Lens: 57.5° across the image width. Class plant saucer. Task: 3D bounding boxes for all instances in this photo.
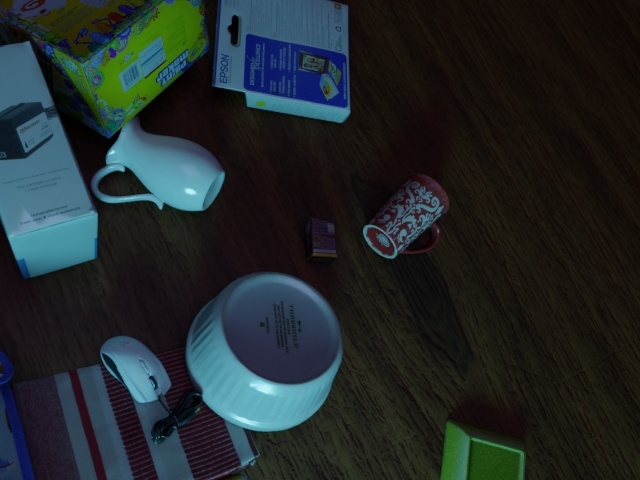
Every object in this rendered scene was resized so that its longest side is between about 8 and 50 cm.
[{"bbox_3d":[0.328,0.463,1.140,0.188,0.045,0.188,19,65,-14],"label":"plant saucer"}]

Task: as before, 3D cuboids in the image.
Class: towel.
[{"bbox_3d":[-0.283,0.291,0.911,0.329,0.037,0.237,-7,54,-36],"label":"towel"}]

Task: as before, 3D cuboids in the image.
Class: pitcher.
[{"bbox_3d":[-0.301,-0.118,1.081,0.207,0.125,0.178,28,77,2],"label":"pitcher"}]

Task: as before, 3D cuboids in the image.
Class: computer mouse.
[{"bbox_3d":[-0.277,0.219,0.926,0.193,0.042,0.106,43,43,14],"label":"computer mouse"}]

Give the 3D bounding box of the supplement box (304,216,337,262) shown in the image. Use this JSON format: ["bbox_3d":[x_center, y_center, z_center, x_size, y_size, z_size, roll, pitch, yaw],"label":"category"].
[{"bbox_3d":[0.000,0.000,1.186,0.055,0.043,0.083,4,70,-19],"label":"supplement box"}]

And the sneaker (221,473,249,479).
[{"bbox_3d":[-0.269,0.453,0.848,0.384,0.145,0.147,-28,93,-29],"label":"sneaker"}]

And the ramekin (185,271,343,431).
[{"bbox_3d":[-0.086,0.175,1.002,0.273,0.127,0.273,14,49,-17],"label":"ramekin"}]

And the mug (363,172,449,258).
[{"bbox_3d":[0.191,-0.036,1.238,0.150,0.113,0.169,46,65,2],"label":"mug"}]

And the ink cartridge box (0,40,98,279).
[{"bbox_3d":[-0.475,-0.121,0.947,0.129,0.223,0.307,-19,79,-25],"label":"ink cartridge box"}]

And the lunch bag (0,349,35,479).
[{"bbox_3d":[-0.557,0.258,0.703,0.328,0.239,0.385,15,45,-60],"label":"lunch bag"}]

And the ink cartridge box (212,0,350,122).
[{"bbox_3d":[-0.085,-0.427,1.303,0.307,0.072,0.303,6,70,-16],"label":"ink cartridge box"}]

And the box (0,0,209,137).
[{"bbox_3d":[-0.407,-0.390,1.056,0.279,0.177,0.290,31,61,14],"label":"box"}]
